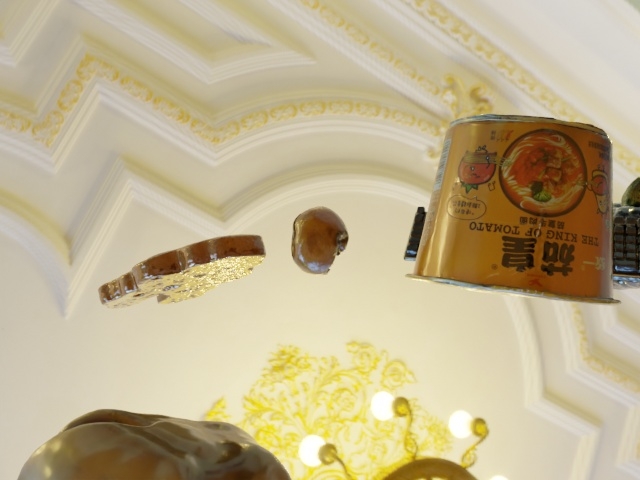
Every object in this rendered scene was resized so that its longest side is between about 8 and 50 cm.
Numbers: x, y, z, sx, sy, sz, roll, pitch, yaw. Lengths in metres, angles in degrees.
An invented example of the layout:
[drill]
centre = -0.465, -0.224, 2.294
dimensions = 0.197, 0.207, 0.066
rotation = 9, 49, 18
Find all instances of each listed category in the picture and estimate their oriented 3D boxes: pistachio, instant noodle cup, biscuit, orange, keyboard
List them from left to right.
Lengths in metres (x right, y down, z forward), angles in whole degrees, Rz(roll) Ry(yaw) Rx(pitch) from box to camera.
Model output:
[pistachio]
centre = -0.240, 0.393, 0.856
dimensions = 0.446, 0.281, 0.365
rotation = -29, -83, 3
[biscuit]
centre = -0.212, 0.048, 1.054
dimensions = 0.202, 0.334, 0.047
rotation = -2, -105, -42
[orange]
centre = 0.000, 0.000, 0.819
dimensions = 0.086, 0.062, 0.086
rotation = -6, -82, -49
[instant noodle cup]
centre = 0.204, -0.028, 0.688
dimensions = 0.216, 0.216, 0.172
rotation = 7, -91, -25
[keyboard]
centre = 0.270, -0.003, 0.862
dimensions = 0.027, 0.317, 0.106
rotation = 74, -152, -43

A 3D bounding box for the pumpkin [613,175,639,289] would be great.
[pumpkin]
centre = 0.447, 0.004, 0.942
dimensions = 0.194, 0.194, 0.150
rotation = -26, -105, -26
